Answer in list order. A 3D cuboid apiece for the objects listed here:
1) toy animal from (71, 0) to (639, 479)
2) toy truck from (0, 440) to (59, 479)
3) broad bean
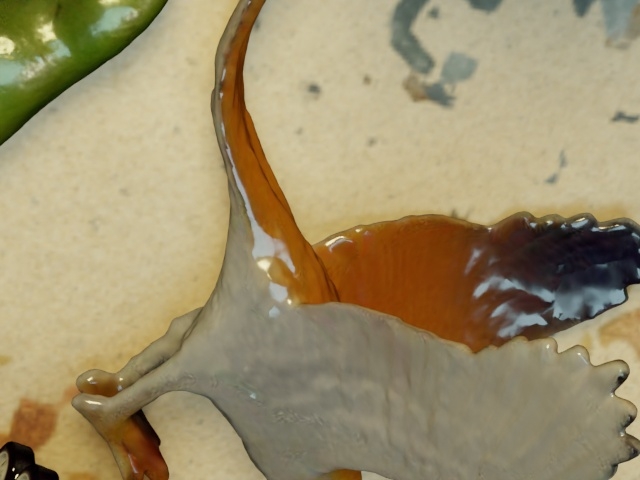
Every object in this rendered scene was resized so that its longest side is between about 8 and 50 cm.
[{"bbox_3d":[-0.017,0.014,0.926,0.302,0.225,0.284,-33,105,22],"label":"toy animal"},{"bbox_3d":[-0.114,0.185,0.950,0.101,0.242,0.125,25,89,-24],"label":"toy truck"},{"bbox_3d":[-0.136,-0.085,0.877,0.070,0.048,0.213,36,107,-30],"label":"broad bean"}]
